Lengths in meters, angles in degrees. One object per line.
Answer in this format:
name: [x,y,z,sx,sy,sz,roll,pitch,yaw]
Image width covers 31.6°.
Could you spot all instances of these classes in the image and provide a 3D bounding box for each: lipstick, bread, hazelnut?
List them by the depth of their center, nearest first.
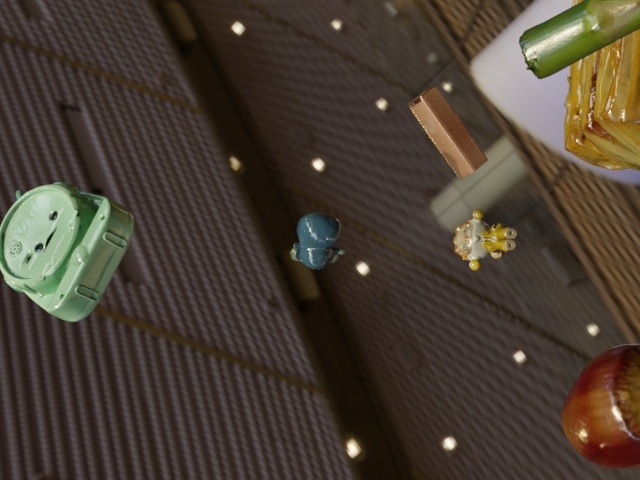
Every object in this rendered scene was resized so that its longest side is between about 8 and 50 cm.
bread: [0.450,-0.211,1.452,0.370,0.191,0.314,19,-105,-38]
hazelnut: [0.469,0.262,1.773,0.208,0.208,0.208,31,-145,-25]
lipstick: [0.200,-0.169,1.777,0.045,0.045,0.145,-38,-85,-34]

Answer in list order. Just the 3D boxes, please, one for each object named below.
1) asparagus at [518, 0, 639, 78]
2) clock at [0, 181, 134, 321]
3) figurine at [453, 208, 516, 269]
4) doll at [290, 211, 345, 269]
asparagus: [0.226,-0.171,0.812,0.045,0.178,0.041,6,-117,-58]
clock: [-0.342,0.001,1.425,0.210,0.159,0.066,20,171,35]
figurine: [0.292,-0.005,2.005,0.068,0.143,0.101,7,-119,-30]
doll: [0.000,0.000,1.586,0.076,0.083,0.050,4,-156,-8]
